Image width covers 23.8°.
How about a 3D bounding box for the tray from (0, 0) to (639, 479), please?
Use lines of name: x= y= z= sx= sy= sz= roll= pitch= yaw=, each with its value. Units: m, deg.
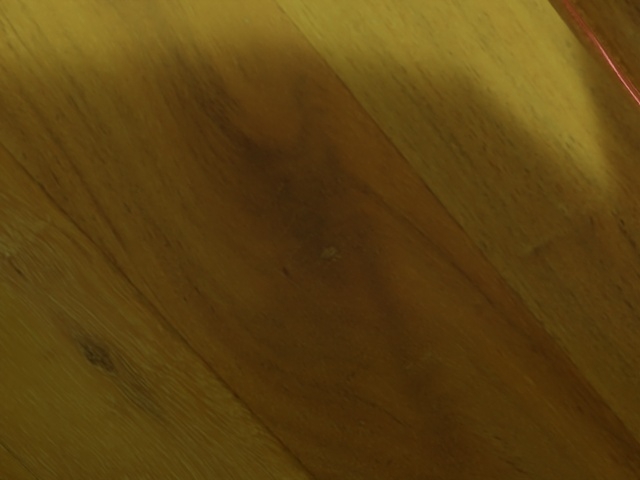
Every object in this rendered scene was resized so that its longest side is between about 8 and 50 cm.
tray: x=0.000 y=0.000 z=0.380 sx=0.203 sy=0.076 sz=0.411 roll=-35 pitch=111 yaw=17
